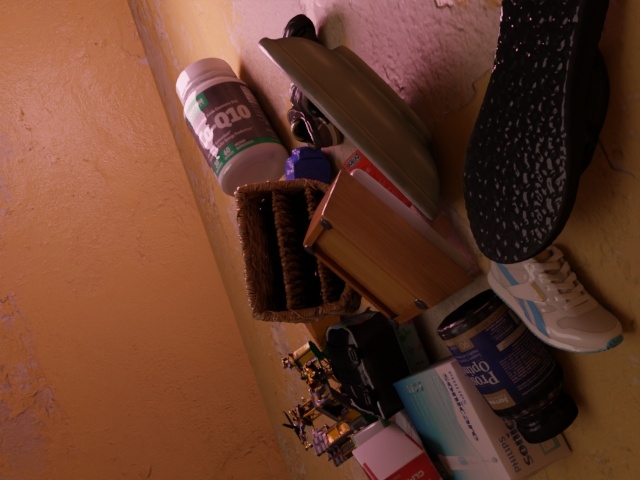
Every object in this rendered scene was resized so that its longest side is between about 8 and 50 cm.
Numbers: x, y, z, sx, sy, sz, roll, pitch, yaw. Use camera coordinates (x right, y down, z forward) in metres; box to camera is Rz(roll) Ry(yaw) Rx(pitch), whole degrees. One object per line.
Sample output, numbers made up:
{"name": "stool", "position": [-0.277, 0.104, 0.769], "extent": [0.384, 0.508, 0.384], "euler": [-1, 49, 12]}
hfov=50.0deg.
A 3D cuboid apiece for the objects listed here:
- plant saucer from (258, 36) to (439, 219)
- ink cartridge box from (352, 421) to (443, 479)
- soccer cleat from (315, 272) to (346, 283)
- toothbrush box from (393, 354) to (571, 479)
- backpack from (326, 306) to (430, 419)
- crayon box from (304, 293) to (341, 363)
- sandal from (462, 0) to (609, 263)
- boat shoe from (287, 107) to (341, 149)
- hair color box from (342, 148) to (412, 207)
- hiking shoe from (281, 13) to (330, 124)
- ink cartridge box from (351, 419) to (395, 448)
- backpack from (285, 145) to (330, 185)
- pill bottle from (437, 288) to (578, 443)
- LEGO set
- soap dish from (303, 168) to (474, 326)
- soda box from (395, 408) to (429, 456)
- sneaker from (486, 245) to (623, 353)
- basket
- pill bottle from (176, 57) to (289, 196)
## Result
{"name": "plant saucer", "position": [0.073, -0.206, 1.111], "extent": [0.400, 0.100, 0.400], "euler": [43, -172, -8]}
{"name": "ink cartridge box", "position": [0.195, 0.518, 1.335], "extent": [0.273, 0.114, 0.197], "euler": [58, 171, -6]}
{"name": "soccer cleat", "position": [0.000, 0.000, 1.651], "extent": [0.331, 0.116, 0.143], "euler": [47, 156, 49]}
{"name": "toothbrush box", "position": [0.272, 0.311, 1.228], "extent": [0.216, 0.126, 0.295], "euler": [64, 162, 12]}
{"name": "backpack", "position": [0.118, 0.260, 1.495], "extent": [0.225, 0.191, 0.253], "euler": [68, 159, 3]}
{"name": "crayon box", "position": [-0.018, 0.177, 1.833], "extent": [0.202, 0.081, 0.318], "euler": [55, 171, 36]}
{"name": "sandal", "position": [0.273, -0.168, 0.795], "extent": [0.167, 0.107, 0.446], "euler": [46, 138, 51]}
{"name": "boat shoe", "position": [-0.032, -0.257, 1.539], "extent": [0.223, 0.073, 0.080], "euler": [40, 146, 54]}
{"name": "hair color box", "position": [0.106, -0.102, 1.269], "extent": [0.141, 0.043, 0.072], "euler": [45, -175, 5]}
{"name": "hiking shoe", "position": [-0.012, -0.350, 1.406], "extent": [0.114, 0.086, 0.227], "euler": [37, 151, 35]}
{"name": "ink cartridge box", "position": [0.175, 0.510, 1.618], "extent": [0.160, 0.092, 0.219], "euler": [61, -169, 22]}
{"name": "backpack", "position": [-0.030, -0.168, 1.601], "extent": [0.120, 0.098, 0.101], "euler": [-156, 68, -75]}
{"name": "pill bottle", "position": [0.287, 0.190, 1.042], "extent": [0.219, 0.123, 0.123], "euler": [54, 160, 2]}
{"name": "LEGO set", "position": [-0.003, 0.436, 1.786], "extent": [0.331, 0.192, 0.255], "euler": [40, -164, -47]}
{"name": "soap dish", "position": [0.106, 0.024, 1.237], "extent": [0.291, 0.118, 0.229], "euler": [40, 159, 1]}
{"name": "soda box", "position": [0.270, 0.459, 1.447], "extent": [0.286, 0.091, 0.098], "euler": [49, 153, 44]}
{"name": "sneaker", "position": [0.310, 0.067, 0.932], "extent": [0.228, 0.087, 0.092], "euler": [44, 147, 47]}
{"name": "basket", "position": [-0.030, 0.020, 1.472], "extent": [0.223, 0.213, 0.299], "euler": [23, -123, -65]}
{"name": "pill bottle", "position": [-0.247, -0.311, 1.867], "extent": [0.361, 0.204, 0.204], "euler": [59, 159, 25]}
